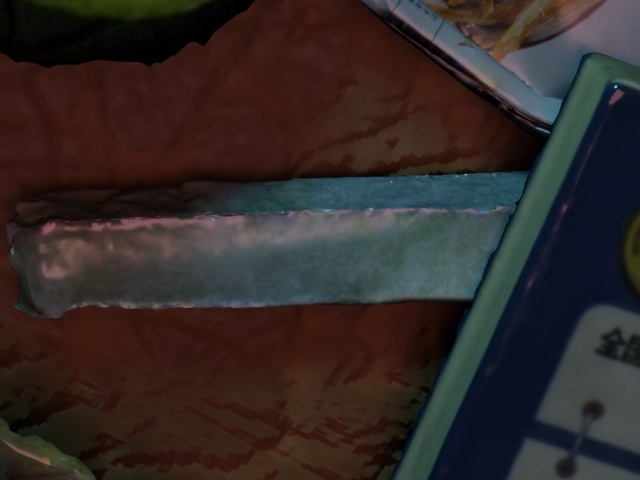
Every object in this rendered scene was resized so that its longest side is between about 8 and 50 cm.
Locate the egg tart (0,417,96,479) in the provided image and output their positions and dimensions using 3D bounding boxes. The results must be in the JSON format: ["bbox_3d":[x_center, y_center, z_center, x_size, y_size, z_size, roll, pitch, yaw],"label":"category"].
[{"bbox_3d":[-0.155,0.191,0.536,0.297,0.132,0.297,-6,108,-20],"label":"egg tart"}]

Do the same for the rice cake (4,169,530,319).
[{"bbox_3d":[0.000,0.000,0.544,0.211,0.034,0.043,-2,114,-8],"label":"rice cake"}]

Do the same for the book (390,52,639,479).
[{"bbox_3d":[0.147,0.175,0.589,0.300,0.039,0.428,19,107,-12],"label":"book"}]

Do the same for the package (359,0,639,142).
[{"bbox_3d":[0.119,-0.105,0.529,0.173,0.027,0.171,35,91,-11],"label":"package"}]

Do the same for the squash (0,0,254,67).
[{"bbox_3d":[-0.081,-0.165,0.451,0.220,0.133,0.220,-13,113,-34],"label":"squash"}]
